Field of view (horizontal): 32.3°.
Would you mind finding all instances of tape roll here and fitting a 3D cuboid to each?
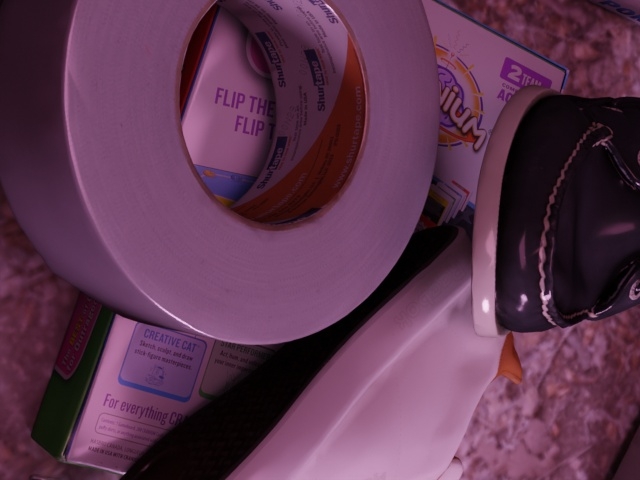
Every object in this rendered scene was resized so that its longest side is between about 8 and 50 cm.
[{"bbox_3d":[-0.041,-0.064,0.523,0.219,0.072,0.219,-5,97,-42],"label":"tape roll"}]

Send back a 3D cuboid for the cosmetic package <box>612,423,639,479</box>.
[{"bbox_3d":[0.313,0.149,0.812,0.127,0.107,0.238,36,73,-28],"label":"cosmetic package"}]

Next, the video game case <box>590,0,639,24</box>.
[{"bbox_3d":[0.261,-0.318,0.796,0.300,0.036,0.329,16,85,-28],"label":"video game case"}]

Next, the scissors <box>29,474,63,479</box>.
[{"bbox_3d":[-0.013,0.173,0.640,0.297,0.109,0.021,29,54,-25],"label":"scissors"}]

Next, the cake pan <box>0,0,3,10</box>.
[{"bbox_3d":[-0.216,-0.171,0.489,0.293,0.054,0.293,11,71,-34],"label":"cake pan"}]

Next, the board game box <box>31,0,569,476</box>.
[{"bbox_3d":[0.000,0.000,0.655,0.242,0.064,0.316,22,82,-28],"label":"board game box"}]

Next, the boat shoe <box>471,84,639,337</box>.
[{"bbox_3d":[0.171,-0.019,0.619,0.340,0.113,0.127,-15,111,-66],"label":"boat shoe"}]

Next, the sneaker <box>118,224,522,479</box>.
[{"bbox_3d":[0.003,0.120,0.564,0.290,0.106,0.123,-38,107,-23],"label":"sneaker"}]
